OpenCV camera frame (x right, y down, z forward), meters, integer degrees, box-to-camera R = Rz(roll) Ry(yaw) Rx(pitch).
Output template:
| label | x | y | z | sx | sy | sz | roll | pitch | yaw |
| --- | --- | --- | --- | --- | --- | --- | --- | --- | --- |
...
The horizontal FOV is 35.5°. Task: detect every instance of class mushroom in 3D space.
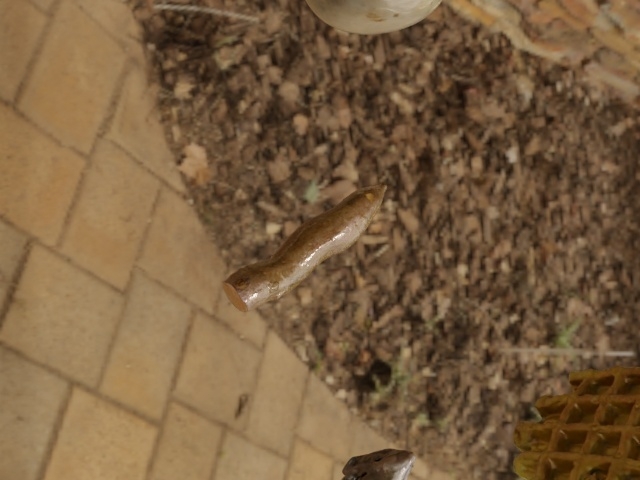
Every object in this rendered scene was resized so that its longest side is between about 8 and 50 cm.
| label | x | y | z | sx | sy | sz | roll | pitch | yaw |
| --- | --- | --- | --- | --- | --- | --- | --- | --- | --- |
| mushroom | 0.072 | -0.381 | 1.341 | 0.204 | 0.204 | 0.204 | 8 | 80 | -55 |

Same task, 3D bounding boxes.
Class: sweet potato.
| label | x | y | z | sx | sy | sz | roll | pitch | yaw |
| --- | --- | --- | --- | --- | --- | --- | --- | --- | --- |
| sweet potato | 0.000 | 0.000 | 1.272 | 0.281 | 0.059 | 0.067 | -35 | 161 | -23 |

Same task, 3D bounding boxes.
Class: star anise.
| label | x | y | z | sx | sy | sz | roll | pitch | yaw |
| --- | --- | --- | --- | --- | --- | --- | --- | --- | --- |
| star anise | 0.022 | 0.335 | 1.148 | 0.257 | 0.111 | 0.198 | -47 | 151 | -21 |

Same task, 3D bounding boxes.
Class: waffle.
| label | x | y | z | sx | sy | sz | roll | pitch | yaw |
| --- | --- | --- | --- | --- | --- | --- | --- | --- | --- |
| waffle | 0.269 | 0.191 | 0.929 | 0.055 | 0.211 | 0.160 | 54 | 51 | -24 |
